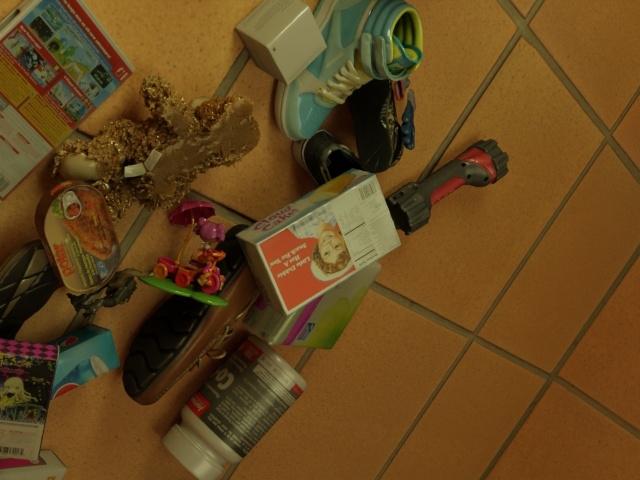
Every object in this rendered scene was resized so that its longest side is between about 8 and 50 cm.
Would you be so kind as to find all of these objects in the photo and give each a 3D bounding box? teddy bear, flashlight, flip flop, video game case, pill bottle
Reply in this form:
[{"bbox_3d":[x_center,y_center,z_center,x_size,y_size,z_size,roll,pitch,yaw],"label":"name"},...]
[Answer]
[{"bbox_3d":[-0.263,-0.143,1.554,0.338,0.113,0.245,-38,136,-8],"label":"teddy bear"},{"bbox_3d":[0.283,-0.115,2.180,0.304,0.103,0.103,-35,143,-26],"label":"flashlight"},{"bbox_3d":[-0.492,0.099,1.508,0.112,0.080,0.277,-1,134,-52],"label":"flip flop"},{"bbox_3d":[-0.528,0.235,1.494,0.232,0.042,0.210,9,120,-15],"label":"video game case"},{"bbox_3d":[-0.176,0.342,1.986,0.283,0.161,0.161,-47,144,-10],"label":"pill bottle"},{"bbox_3d":[-0.412,-0.207,1.380,0.285,0.025,0.204,-47,144,-9],"label":"video game case"}]

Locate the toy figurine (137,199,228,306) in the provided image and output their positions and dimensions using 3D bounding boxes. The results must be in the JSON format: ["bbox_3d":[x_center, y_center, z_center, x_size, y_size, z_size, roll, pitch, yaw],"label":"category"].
[{"bbox_3d":[-0.213,0.012,1.691,0.130,0.173,0.159,7,101,-64],"label":"toy figurine"}]

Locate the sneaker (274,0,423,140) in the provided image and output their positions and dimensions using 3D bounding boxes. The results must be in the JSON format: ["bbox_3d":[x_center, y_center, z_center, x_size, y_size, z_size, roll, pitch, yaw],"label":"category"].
[{"bbox_3d":[0.055,-0.287,1.687,0.127,0.208,0.319,4,116,-51],"label":"sneaker"}]

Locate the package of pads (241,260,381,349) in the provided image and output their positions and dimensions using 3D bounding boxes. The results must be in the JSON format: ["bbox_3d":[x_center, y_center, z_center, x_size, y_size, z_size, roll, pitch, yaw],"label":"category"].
[{"bbox_3d":[-0.009,0.100,1.994,0.229,0.101,0.296,-58,156,6],"label":"package of pads"}]

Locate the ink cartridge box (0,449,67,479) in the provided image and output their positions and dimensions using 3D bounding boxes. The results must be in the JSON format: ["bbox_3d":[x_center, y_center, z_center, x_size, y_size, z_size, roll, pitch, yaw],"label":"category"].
[{"bbox_3d":[-0.618,0.452,1.659,0.371,0.069,0.176,8,114,-54],"label":"ink cartridge box"}]

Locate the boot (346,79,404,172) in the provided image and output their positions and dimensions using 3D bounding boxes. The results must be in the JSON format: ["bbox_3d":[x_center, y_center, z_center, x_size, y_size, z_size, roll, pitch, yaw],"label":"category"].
[{"bbox_3d":[0.109,-0.246,1.889,0.178,0.085,0.236,-16,102,-77],"label":"boot"}]

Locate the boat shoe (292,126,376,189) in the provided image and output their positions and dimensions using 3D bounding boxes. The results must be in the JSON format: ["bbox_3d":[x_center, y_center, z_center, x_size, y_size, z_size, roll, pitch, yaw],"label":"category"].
[{"bbox_3d":[0.057,-0.115,1.918,0.113,0.105,0.306,-47,144,-9],"label":"boat shoe"}]

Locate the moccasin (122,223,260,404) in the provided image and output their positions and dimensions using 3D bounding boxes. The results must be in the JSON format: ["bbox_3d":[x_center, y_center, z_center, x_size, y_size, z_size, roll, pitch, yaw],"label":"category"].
[{"bbox_3d":[-0.215,0.147,1.818,0.380,0.139,0.147,-55,137,-15],"label":"moccasin"}]

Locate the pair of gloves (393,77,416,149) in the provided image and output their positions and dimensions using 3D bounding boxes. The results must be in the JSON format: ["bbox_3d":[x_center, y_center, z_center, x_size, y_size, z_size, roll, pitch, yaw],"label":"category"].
[{"bbox_3d":[0.160,-0.272,1.882,0.159,0.023,0.198,-77,160,-52],"label":"pair of gloves"}]

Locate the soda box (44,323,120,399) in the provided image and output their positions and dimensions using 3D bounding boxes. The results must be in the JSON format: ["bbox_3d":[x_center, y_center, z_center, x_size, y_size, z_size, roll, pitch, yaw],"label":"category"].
[{"bbox_3d":[-0.442,0.213,1.633,0.210,0.067,0.071,-25,113,-38],"label":"soda box"}]

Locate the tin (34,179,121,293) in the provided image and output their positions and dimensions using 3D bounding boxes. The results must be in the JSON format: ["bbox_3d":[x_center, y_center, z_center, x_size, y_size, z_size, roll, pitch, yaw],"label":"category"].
[{"bbox_3d":[-0.360,-0.005,1.466,0.106,0.040,0.190,-39,139,-32],"label":"tin"}]

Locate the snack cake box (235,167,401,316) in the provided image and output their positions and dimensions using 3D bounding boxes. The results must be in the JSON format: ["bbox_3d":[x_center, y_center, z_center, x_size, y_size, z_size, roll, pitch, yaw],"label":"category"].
[{"bbox_3d":[0.000,0.000,1.774,0.264,0.089,0.152,-31,115,-20],"label":"snack cake box"}]

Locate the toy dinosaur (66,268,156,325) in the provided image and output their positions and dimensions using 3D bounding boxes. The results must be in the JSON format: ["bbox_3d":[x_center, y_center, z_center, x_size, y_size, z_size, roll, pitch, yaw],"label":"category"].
[{"bbox_3d":[-0.340,0.082,1.592,0.118,0.064,0.268,-31,-177,-18],"label":"toy dinosaur"}]

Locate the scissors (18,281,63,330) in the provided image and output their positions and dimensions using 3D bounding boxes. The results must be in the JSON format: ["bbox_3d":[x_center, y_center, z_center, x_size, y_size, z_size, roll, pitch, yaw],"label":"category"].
[{"bbox_3d":[-0.479,0.109,1.573,0.297,0.021,0.109,-48,153,-4],"label":"scissors"}]

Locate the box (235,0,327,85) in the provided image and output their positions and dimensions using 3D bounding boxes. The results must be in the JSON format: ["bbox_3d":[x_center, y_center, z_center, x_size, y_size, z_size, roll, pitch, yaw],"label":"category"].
[{"bbox_3d":[-0.063,-0.333,1.617,0.101,0.087,0.102,-46,144,-11],"label":"box"}]
